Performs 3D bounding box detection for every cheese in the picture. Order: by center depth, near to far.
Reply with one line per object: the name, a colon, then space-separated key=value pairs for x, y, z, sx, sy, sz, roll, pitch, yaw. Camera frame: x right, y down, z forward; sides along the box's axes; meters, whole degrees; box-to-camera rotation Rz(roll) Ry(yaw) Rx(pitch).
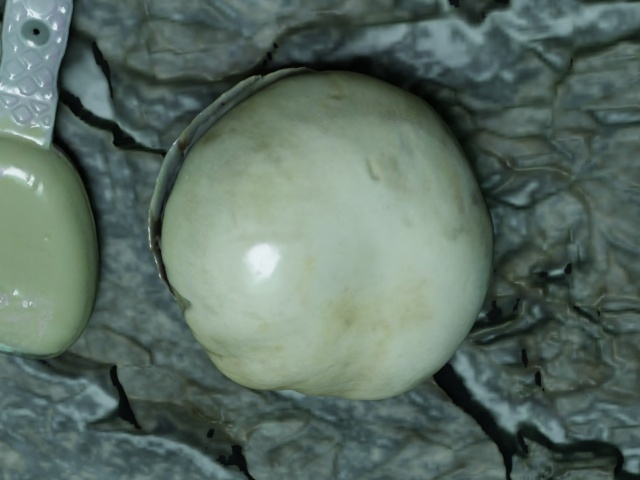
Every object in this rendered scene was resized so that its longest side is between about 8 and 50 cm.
cheese: x=-0.141 y=-0.032 z=0.664 sx=0.097 sy=0.037 sz=0.192 roll=14 pitch=122 yaw=-5

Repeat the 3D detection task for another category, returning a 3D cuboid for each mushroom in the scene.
mushroom: x=0.000 y=0.000 z=0.632 sx=0.154 sy=0.122 sz=0.154 roll=-5 pitch=100 yaw=-28
